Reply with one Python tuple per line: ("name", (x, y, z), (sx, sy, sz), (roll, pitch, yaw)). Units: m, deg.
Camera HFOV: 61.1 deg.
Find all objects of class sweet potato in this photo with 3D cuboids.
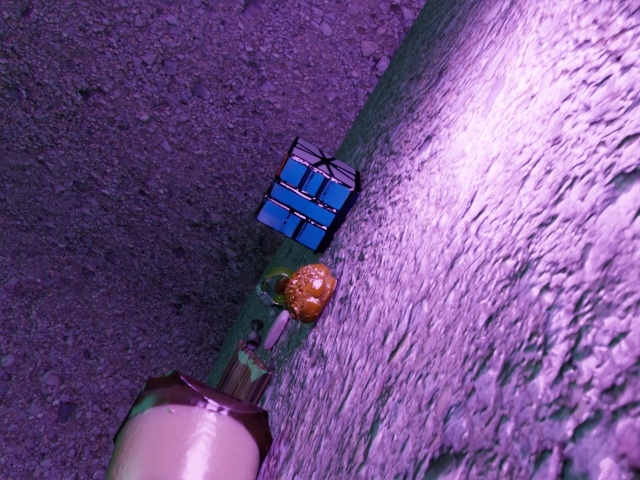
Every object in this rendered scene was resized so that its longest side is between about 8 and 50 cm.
("sweet potato", (-0.176, 0.212, 2.366), (0.056, 0.056, 0.195), (-74, 10, -59))

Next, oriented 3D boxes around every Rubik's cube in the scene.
("Rubik's cube", (-0.042, -0.165, 1.942), (0.283, 0.288, 0.293), (-57, 7, 24))

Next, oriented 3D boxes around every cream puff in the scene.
("cream puff", (-0.034, 0.135, 1.428), (0.165, 0.115, 0.150), (-64, 5, -26))

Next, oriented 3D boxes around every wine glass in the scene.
("wine glass", (-0.285, 0.410, 2.354), (0.066, 0.066, 0.198), (-60, 9, 14))

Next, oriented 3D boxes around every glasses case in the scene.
("glasses case", (-0.155, 0.313, 1.881), (0.164, 0.041, 0.063), (-60, 6, 17))

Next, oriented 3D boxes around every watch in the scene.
("watch", (-0.150, 0.186, 2.045), (0.152, 0.165, 0.131), (-35, 13, 12))

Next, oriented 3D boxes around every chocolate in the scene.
("chocolate", (-0.271, 0.493, 1.076), (0.326, 0.314, 0.297), (-56, 17, 13))

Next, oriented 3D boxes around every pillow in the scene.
("pillow", (-0.247, 0.446, 1.692), (0.212, 0.052, 0.208), (32, 97, 48))

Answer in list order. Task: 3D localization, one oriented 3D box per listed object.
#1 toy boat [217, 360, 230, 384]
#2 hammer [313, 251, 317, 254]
("toy boat", (-0.280, 0.484, 1.831), (0.061, 0.116, 0.188), (-50, 13, 33))
("hammer", (0.000, 0.000, 2.082), (0.062, 0.017, 0.182), (-58, 7, 26))
